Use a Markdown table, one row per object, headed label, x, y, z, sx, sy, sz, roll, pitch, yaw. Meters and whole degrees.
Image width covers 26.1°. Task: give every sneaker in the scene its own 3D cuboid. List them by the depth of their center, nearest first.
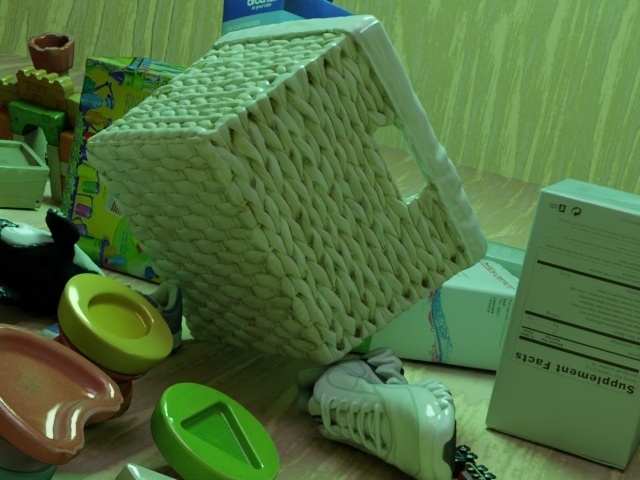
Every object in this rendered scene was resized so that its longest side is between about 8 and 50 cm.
| label | x | y | z | sx | sy | sz | roll | pitch | yaw |
| --- | --- | --- | --- | --- | --- | --- | --- | --- | --- |
| sneaker | 0.057 | 0.186 | 1.436 | 0.118 | 0.110 | 0.292 | 0 | 7 | -17 |
| sneaker | -0.239 | 0.093 | 1.591 | 0.080 | 0.081 | 0.211 | 21 | 16 | 31 |

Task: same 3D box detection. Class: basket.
| label | x | y | z | sx | sy | sz | roll | pitch | yaw |
| --- | --- | --- | --- | --- | --- | --- | --- | --- | --- |
| basket | -0.043 | -0.055 | 1.611 | 0.266 | 0.328 | 0.331 | -39 | 23 | -27 |

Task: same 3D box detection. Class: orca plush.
| label | x | y | z | sx | sy | sz | roll | pitch | yaw |
| --- | --- | --- | --- | --- | --- | --- | --- | --- | --- |
| orca plush | -0.367 | 0.024 | 1.624 | 0.287 | 0.151 | 0.102 | 50 | 19 | -34 |

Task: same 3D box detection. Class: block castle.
| label | x | y | z | sx | sy | sz | roll | pitch | yaw |
| --- | --- | --- | --- | --- | --- | --- | --- | --- | --- |
| block castle | -0.395 | -0.230 | 2.388 | 0.453 | 0.213 | 0.303 | 18 | 35 | 27 |

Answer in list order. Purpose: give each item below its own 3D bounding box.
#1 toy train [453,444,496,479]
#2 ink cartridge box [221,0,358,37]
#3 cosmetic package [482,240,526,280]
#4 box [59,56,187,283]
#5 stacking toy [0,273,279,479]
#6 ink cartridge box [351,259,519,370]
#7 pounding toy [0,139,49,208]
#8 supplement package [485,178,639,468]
| label | x | y | z | sx | sy | sz | roll | pitch | yaw |
| --- | --- | --- | --- | --- | --- | --- | --- | --- | --- |
| toy train | 0.158 | 0.246 | 1.407 | 0.036 | 0.027 | 0.158 | 5 | 13 | -16 |
| ink cartridge box | -0.038 | -0.267 | 2.356 | 0.151 | 0.395 | 0.270 | -5 | -12 | 39 |
| cosmetic package | 0.342 | 0.076 | 2.209 | 0.238 | 0.107 | 0.127 | 18 | 13 | 12 |
| box | -0.203 | -0.095 | 1.997 | 0.279 | 0.290 | 0.177 | 16 | 12 | 15 |
| stacking toy | -0.203 | 0.186 | 1.261 | 0.279 | 0.130 | 0.309 | 41 | 21 | 9 |
| ink cartridge box | 0.130 | 0.085 | 1.907 | 0.278 | 0.117 | 0.201 | 9 | 12 | -12 |
| pounding toy | -0.517 | -0.103 | 2.238 | 0.130 | 0.100 | 0.141 | 2 | 26 | -38 |
| supplement package | 0.329 | 0.092 | 1.646 | 0.175 | 0.293 | 0.177 | 16 | 13 | 19 |
